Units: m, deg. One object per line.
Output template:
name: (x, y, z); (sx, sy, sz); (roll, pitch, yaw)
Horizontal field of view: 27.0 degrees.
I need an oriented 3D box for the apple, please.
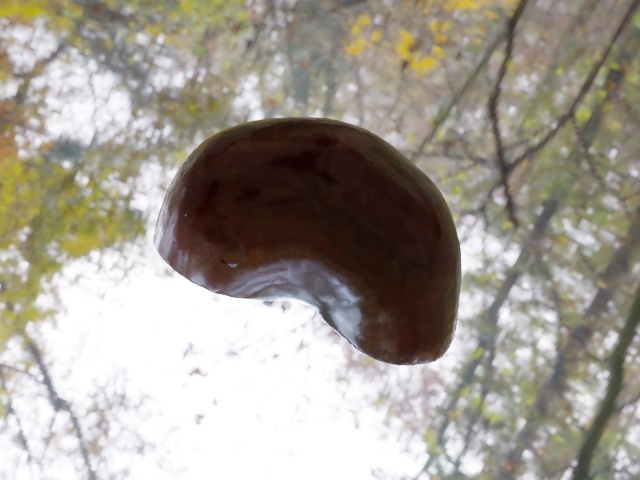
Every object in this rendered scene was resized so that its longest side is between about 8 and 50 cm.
apple: (0.000, 0.000, 1.520); (0.328, 0.295, 0.365); (61, -166, -7)
